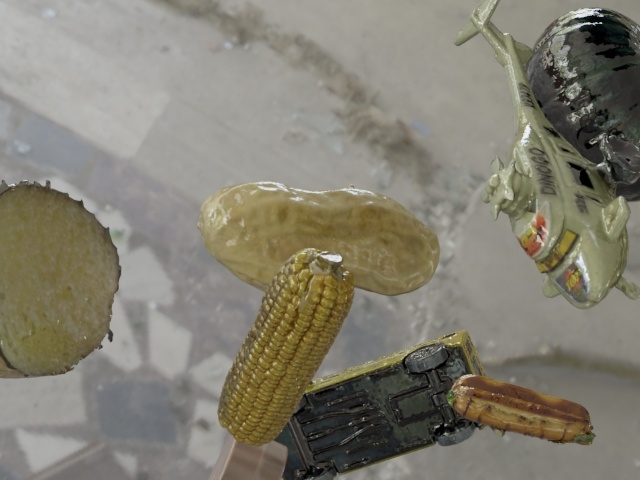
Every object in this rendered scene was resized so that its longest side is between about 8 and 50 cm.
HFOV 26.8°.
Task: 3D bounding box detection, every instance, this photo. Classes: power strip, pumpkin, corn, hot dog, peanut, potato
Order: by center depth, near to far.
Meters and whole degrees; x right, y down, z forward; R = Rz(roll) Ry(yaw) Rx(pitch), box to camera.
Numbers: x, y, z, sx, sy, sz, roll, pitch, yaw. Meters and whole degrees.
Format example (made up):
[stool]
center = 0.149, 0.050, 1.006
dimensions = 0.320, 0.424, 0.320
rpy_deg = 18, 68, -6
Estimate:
[hot dog]
center = 0.156, 0.136, 1.050
dimensions = 0.122, 0.037, 0.049
rpy_deg = 17, 22, 1
[corn]
center = -0.029, 0.086, 1.086
dimensions = 0.068, 0.207, 0.068
rpy_deg = 18, 36, -13
[pumpkin]
center = 0.283, -0.133, 1.295
dimensions = 0.202, 0.140, 0.202
rpy_deg = 43, 27, -28
[peanut]
center = 0.000, 0.000, 1.724
dimensions = 0.313, 0.149, 0.149
rpy_deg = 3, 45, -10
[power strip]
center = -0.104, 0.323, 1.741
dimensions = 0.078, 0.154, 0.154
rpy_deg = 24, 38, -5
[potato]
center = -0.470, 0.074, 1.911
dimensions = 0.289, 0.237, 0.300
rpy_deg = 25, 56, -47

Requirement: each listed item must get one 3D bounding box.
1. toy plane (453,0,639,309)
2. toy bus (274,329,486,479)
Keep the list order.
[toy plane]
center = 0.150, -0.064, 0.927
dimensions = 0.108, 0.092, 0.286
rpy_deg = 19, 41, -21
[toy bus]
center = 0.082, 0.248, 1.985
dimensions = 0.151, 0.331, 0.145
rpy_deg = -53, 122, -72
